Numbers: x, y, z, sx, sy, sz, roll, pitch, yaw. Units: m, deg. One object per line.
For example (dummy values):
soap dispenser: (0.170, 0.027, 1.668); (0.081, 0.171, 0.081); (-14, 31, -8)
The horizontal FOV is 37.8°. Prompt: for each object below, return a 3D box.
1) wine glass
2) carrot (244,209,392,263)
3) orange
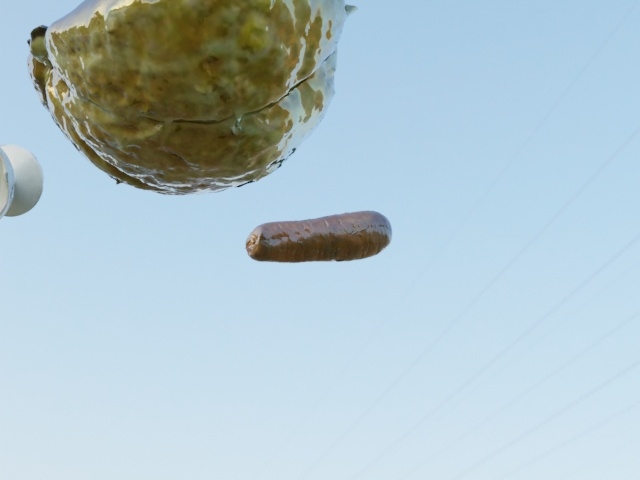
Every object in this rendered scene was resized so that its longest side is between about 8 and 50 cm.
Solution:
wine glass: (-0.557, -0.099, 1.548); (0.165, 0.164, 0.196); (6, 6, 2)
carrot: (0.000, 0.000, 1.115); (0.186, 0.060, 0.060); (-7, -22, -22)
orange: (-0.107, -0.151, 0.858); (0.210, 0.271, 0.369); (64, -23, -10)
